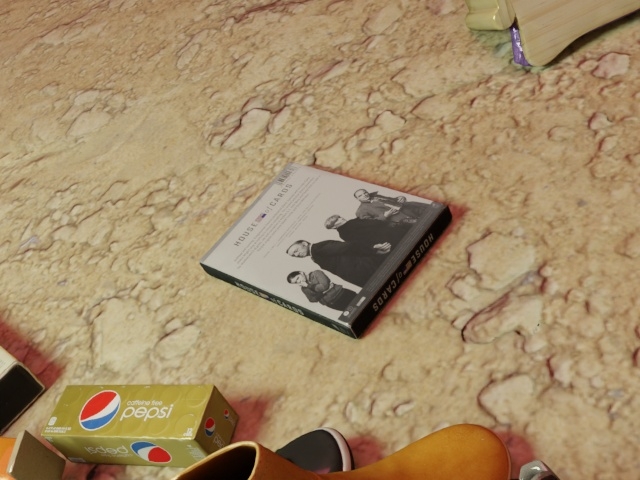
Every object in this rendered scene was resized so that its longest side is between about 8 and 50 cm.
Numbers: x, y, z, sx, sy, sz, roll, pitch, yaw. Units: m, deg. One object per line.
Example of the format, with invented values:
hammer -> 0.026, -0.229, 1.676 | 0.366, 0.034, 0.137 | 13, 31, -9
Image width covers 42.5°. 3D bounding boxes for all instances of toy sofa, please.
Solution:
toy sofa -> 0.357, -0.367, 1.039 | 0.363, 0.177, 0.150 | -26, 16, 2

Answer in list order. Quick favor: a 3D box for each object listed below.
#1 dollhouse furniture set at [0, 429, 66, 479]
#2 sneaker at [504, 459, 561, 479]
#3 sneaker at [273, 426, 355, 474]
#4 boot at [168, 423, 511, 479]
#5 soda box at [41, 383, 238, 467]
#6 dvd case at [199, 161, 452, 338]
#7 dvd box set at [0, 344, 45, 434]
dollhouse furniture set -> -0.402, 0.269, 0.729 | 0.262, 0.135, 0.259 | 2, 58, 11
sneaker -> 0.118, 0.219, 0.494 | 0.086, 0.132, 0.228 | -26, 11, 29
sneaker -> -0.071, 0.230, 0.664 | 0.235, 0.097, 0.084 | -40, 42, -14
boot -> 0.005, 0.192, 0.576 | 0.295, 0.211, 0.104 | -39, 42, -13
soda box -> -0.176, 0.180, 0.804 | 0.181, 0.058, 0.061 | -5, 45, 24
dvd case -> 0.000, 0.000, 0.918 | 0.239, 0.029, 0.179 | 19, 59, 41
dvd box set -> -0.557, 0.192, 0.997 | 0.420, 0.062, 0.307 | 22, 61, 41
